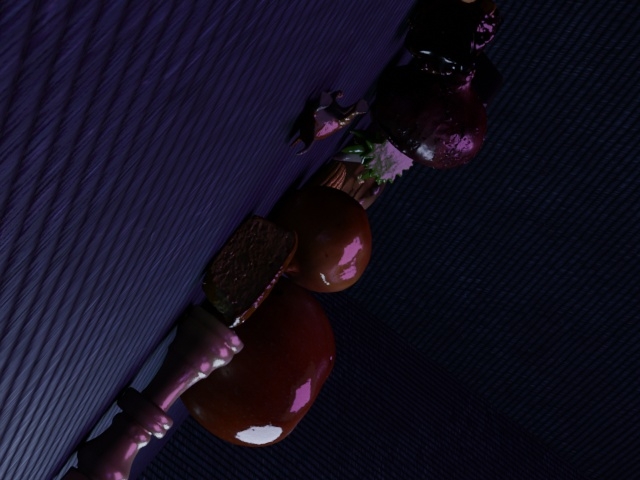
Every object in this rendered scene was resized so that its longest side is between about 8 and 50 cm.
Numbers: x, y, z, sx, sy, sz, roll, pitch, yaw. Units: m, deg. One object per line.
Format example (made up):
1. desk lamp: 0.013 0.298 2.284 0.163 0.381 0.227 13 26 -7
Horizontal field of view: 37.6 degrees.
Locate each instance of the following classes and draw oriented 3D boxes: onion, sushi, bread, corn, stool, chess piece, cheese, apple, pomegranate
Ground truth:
1. onion: 0.235 -0.268 1.897 0.219 0.252 0.252 -56 176 28
2. sushi: 0.231 -0.368 1.646 0.172 0.153 0.150 -34 -157 14
3. bread: -0.113 0.042 1.487 0.187 0.103 0.065 -50 177 -19
4. corn: 0.002 -0.108 1.985 0.165 0.063 0.085 -53 154 -44
5. stool: 0.314 -0.375 2.276 0.232 0.232 0.141 -51 174 -38
6. chess piece: -0.293 0.291 1.562 0.397 0.117 0.117 -51 177 -16
7. cheese: 0.059 -0.120 2.225 0.316 0.128 0.259 -47 -175 -15
8. apple: -0.127 0.236 1.858 0.349 0.277 0.348 -53 177 -5
9. pomegranate: 0.003 -0.005 1.792 0.209 0.209 0.209 -53 177 -4

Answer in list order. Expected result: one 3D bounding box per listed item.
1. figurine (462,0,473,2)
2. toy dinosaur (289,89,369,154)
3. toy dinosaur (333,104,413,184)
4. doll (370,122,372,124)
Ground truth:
1. figurine: 0.213 -0.427 1.480 0.083 0.083 0.187 -53 168 -1
2. toy dinosaur: -0.011 -0.166 1.329 0.212 0.057 0.142 -37 -173 -38
3. toy dinosaur: 0.110 -0.228 2.041 0.194 0.152 0.177 -45 -142 11
4. doll: 0.159 -0.310 2.349 0.085 0.040 0.058 -50 166 -43
